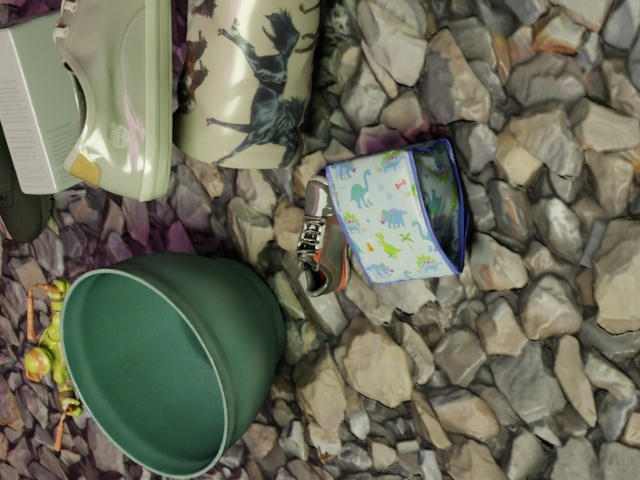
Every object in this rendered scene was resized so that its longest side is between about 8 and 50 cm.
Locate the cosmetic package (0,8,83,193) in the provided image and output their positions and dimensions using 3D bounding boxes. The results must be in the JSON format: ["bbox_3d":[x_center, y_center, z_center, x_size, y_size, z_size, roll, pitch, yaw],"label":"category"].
[{"bbox_3d":[-0.373,-0.189,1.693,0.085,0.117,0.231,1,111,39],"label":"cosmetic package"}]

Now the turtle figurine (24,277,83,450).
[{"bbox_3d":[-0.346,0.149,1.775,0.087,0.217,0.269,16,122,35],"label":"turtle figurine"}]

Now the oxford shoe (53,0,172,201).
[{"bbox_3d":[-0.237,-0.265,1.410,0.169,0.130,0.449,136,134,-75],"label":"oxford shoe"}]

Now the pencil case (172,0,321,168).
[{"bbox_3d":[-0.081,-0.269,1.370,0.183,0.160,0.410,47,139,44],"label":"pencil case"}]

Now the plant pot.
[{"bbox_3d":[-0.170,0.136,1.633,0.293,0.196,0.293,19,123,32],"label":"plant pot"}]

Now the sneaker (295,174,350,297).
[{"bbox_3d":[0.000,0.000,1.506,0.061,0.065,0.158,11,119,37],"label":"sneaker"}]

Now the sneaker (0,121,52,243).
[{"bbox_3d":[-0.487,-0.122,1.818,0.109,0.130,0.286,0,113,39],"label":"sneaker"}]

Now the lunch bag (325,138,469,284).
[{"bbox_3d":[0.092,-0.029,1.391,0.129,0.096,0.151,-9,96,43],"label":"lunch bag"}]
